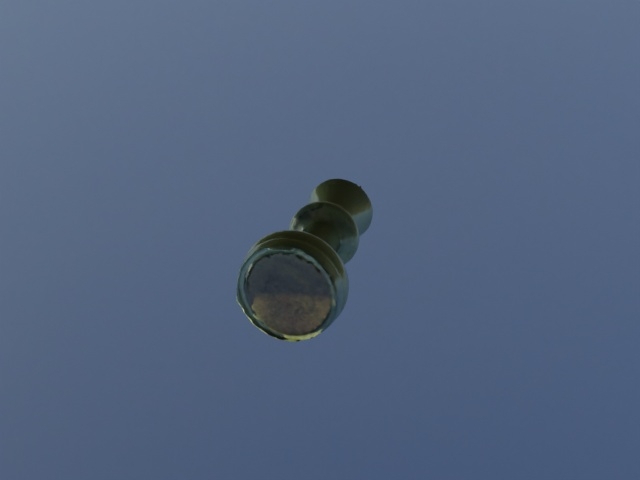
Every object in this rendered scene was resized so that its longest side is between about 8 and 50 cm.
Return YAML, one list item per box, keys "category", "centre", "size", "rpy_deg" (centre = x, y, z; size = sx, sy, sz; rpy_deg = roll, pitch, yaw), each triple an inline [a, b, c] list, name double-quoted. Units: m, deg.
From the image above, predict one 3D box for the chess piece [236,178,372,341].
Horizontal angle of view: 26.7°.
- category: "chess piece"
  centre: [0.000, 0.000, 0.756]
  size: [0.059, 0.059, 0.149]
  rpy_deg: [13, -155, 9]
